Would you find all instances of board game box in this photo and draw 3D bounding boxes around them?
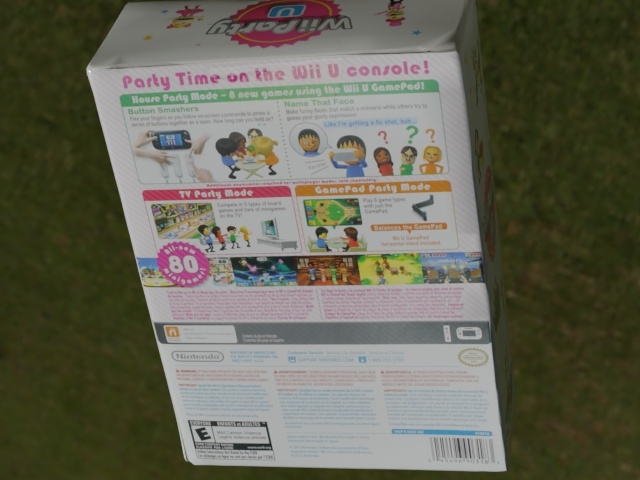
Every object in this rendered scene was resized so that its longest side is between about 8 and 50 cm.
[{"bbox_3d":[0.000,0.000,1.033,0.224,0.097,0.303,-1,123,14],"label":"board game box"}]
